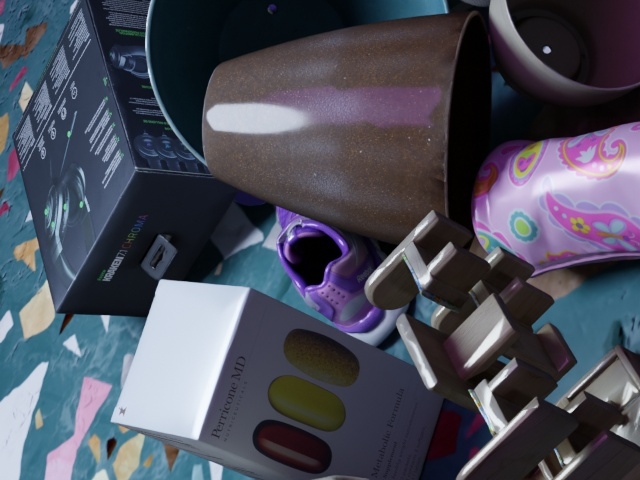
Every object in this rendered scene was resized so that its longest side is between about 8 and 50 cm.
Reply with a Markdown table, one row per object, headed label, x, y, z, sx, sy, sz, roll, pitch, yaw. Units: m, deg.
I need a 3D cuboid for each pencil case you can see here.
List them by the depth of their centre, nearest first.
| label | x | y | z | sx | sy | sz | roll | pitch | yaw |
| --- | --- | --- | --- | --- | --- | --- | --- | --- | --- |
| pencil case | 0.254 | -0.034 | 1.305 | 0.284 | 0.124 | 0.124 | -4 | 65 | 47 |

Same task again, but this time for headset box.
| label | x | y | z | sx | sy | sz | roll | pitch | yaw |
| --- | --- | --- | --- | --- | --- | --- | --- | --- | --- |
| headset box | -0.214 | -0.084 | 1.796 | 0.246 | 0.131 | 0.283 | -56 | 42 | 40 |

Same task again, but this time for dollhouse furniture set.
| label | x | y | z | sx | sy | sz | roll | pitch | yaw |
| --- | --- | --- | --- | --- | --- | --- | --- | --- | --- |
| dollhouse furniture set | 0.139 | 0.137 | 1.233 | 0.161 | 0.242 | 0.212 | -47 | 39 | 20 |

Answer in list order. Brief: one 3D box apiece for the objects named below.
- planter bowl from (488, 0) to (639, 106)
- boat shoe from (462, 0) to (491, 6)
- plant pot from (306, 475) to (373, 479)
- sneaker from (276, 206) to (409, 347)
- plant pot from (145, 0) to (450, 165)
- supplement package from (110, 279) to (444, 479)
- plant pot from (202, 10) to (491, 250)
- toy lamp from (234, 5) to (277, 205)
| label | x | y | z | sx | sy | sz | roll | pitch | yaw |
| --- | --- | --- | --- | --- | --- | --- | --- | --- | --- |
| planter bowl | 0.213 | -0.182 | 1.433 | 0.109 | 0.162 | 0.162 | 132 | 151 | -65 |
| boat shoe | 0.217 | -0.375 | 1.572 | 0.355 | 0.132 | 0.130 | -55 | 27 | -4 |
| plant pot | -0.073 | 0.333 | 1.338 | 0.305 | 0.334 | 0.333 | -20 | 53 | 28 |
| sneaker | 0.000 | 0.000 | 1.597 | 0.095 | 0.104 | 0.236 | -50 | 37 | 18 |
| plant pot | -0.029 | -0.191 | 1.643 | 0.290 | 0.290 | 0.195 | -62 | 8 | 1 |
| supplement package | -0.033 | 0.140 | 1.431 | 0.134 | 0.244 | 0.139 | 3 | 71 | 51 |
| plant pot | 0.020 | -0.101 | 1.464 | 0.230 | 0.215 | 0.215 | 5 | 68 | 14 |
| toy lamp | -0.068 | -0.165 | 1.802 | 0.080 | 0.080 | 0.274 | -25 | 51 | 39 |
